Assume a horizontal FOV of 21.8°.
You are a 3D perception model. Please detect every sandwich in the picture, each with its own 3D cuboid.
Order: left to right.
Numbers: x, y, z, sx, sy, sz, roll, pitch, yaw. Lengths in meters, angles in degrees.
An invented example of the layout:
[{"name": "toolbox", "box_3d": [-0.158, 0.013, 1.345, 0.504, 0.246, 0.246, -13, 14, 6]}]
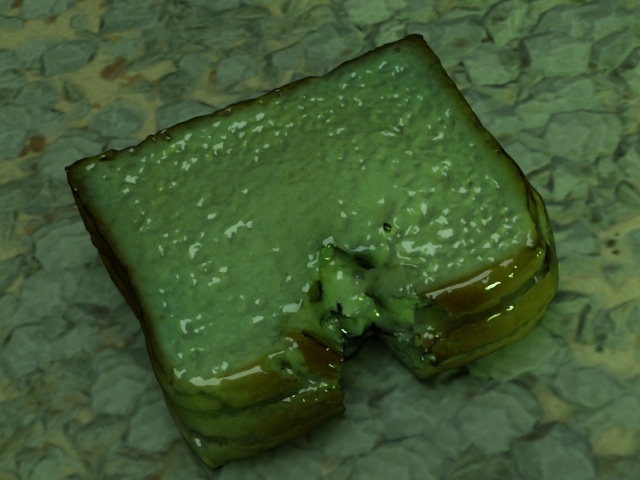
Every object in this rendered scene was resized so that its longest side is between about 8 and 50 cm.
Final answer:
[{"name": "sandwich", "box_3d": [0.000, 0.001, 1.076, 0.273, 0.095, 0.249, -22, 46, -7]}]
